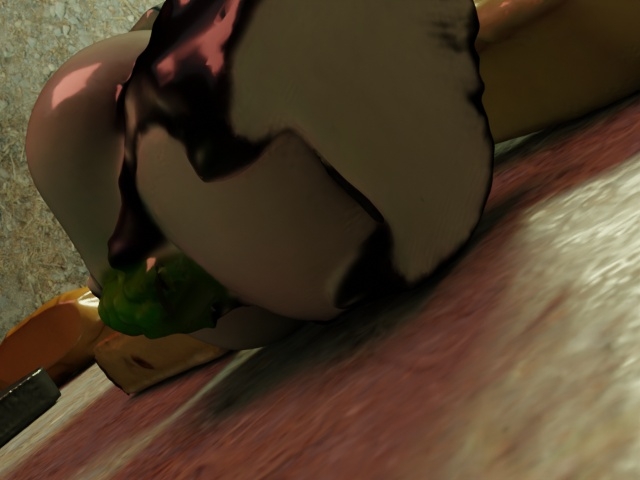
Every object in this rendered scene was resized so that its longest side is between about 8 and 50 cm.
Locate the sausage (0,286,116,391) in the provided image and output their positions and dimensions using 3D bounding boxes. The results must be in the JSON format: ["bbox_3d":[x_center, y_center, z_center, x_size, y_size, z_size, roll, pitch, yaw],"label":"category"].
[{"bbox_3d":[-0.418,0.160,1.452,0.241,0.120,0.136,-35,-9,9],"label":"sausage"}]

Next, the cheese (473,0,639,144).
[{"bbox_3d":[0.140,-0.184,0.674,0.384,0.104,0.384,-38,24,20],"label":"cheese"}]

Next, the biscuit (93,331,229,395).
[{"bbox_3d":[-0.118,0.077,0.710,0.052,0.056,0.188,-37,5,-38],"label":"biscuit"}]

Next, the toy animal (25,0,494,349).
[{"bbox_3d":[-0.050,-0.037,0.516,0.266,0.213,0.212,-24,12,42],"label":"toy animal"}]

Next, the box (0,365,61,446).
[{"bbox_3d":[-0.506,0.286,1.254,0.350,0.058,0.211,-31,8,44],"label":"box"}]

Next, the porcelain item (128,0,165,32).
[{"bbox_3d":[-0.105,-0.105,0.973,0.157,0.286,0.281,-37,3,-43],"label":"porcelain item"}]
